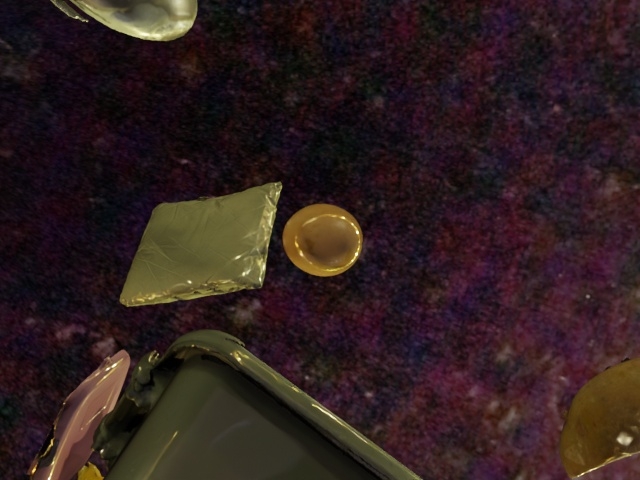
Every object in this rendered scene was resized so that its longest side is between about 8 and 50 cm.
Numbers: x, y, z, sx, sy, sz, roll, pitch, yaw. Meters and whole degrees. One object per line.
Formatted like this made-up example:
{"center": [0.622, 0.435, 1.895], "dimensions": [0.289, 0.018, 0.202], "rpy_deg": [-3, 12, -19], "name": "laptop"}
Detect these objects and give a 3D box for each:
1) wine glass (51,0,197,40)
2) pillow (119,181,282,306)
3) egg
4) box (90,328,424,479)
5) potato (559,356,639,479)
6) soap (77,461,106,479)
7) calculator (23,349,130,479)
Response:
{"center": [-0.038, -0.182, 0.298], "dimensions": [0.111, 0.111, 0.204], "rpy_deg": [19, 132, -43], "name": "wine glass"}
{"center": [-0.217, 0.008, 1.379], "dimensions": [0.274, 0.280, 0.076], "rpy_deg": [-82, 157, -46], "name": "pillow"}
{"center": [0.000, 0.000, 0.793], "dimensions": [0.096, 0.080, 0.080], "rpy_deg": [-7, 107, -54], "name": "egg"}
{"center": [-0.026, 0.179, 0.337], "dimensions": [0.243, 0.163, 0.135], "rpy_deg": [38, 42, -2], "name": "box"}
{"center": [0.389, 0.202, 0.896], "dimensions": [0.100, 0.261, 0.120], "rpy_deg": [15, 49, -57], "name": "potato"}
{"center": [-0.343, 0.570, 1.345], "dimensions": [0.096, 0.204, 0.324], "rpy_deg": [-51, 140, -44], "name": "soap"}
{"center": [-0.373, 0.293, 1.119], "dimensions": [0.294, 0.043, 0.194], "rpy_deg": [-60, 175, 21], "name": "calculator"}
